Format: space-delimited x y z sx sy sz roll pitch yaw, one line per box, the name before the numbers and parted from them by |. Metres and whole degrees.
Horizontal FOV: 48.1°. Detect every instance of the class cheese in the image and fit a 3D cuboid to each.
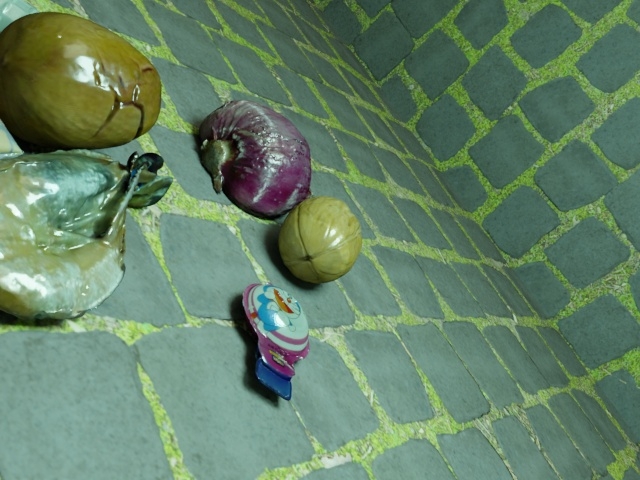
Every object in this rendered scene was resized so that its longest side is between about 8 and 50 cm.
cheese | -0.070 0.151 1.158 0.155 0.062 0.244 40 25 -23

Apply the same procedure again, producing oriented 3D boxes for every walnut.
walnut | -0.352 -0.231 1.080 0.298 0.203 0.203 -8 59 -55
walnut | 0.000 0.000 1.404 0.165 0.165 0.197 45 31 -7

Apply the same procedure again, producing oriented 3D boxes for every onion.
onion | -0.088 -0.178 1.534 0.349 0.159 0.267 10 46 -54

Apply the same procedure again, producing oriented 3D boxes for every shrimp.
shrimp | -0.322 -0.033 0.970 0.221 0.110 0.445 52 26 -6

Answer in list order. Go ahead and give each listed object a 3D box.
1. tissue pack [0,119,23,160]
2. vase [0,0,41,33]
tissue pack | -0.476 -0.154 0.932 0.148 0.060 0.108 54 22 13
vase | -0.558 -0.386 1.079 0.299 0.143 0.143 40 24 -26
